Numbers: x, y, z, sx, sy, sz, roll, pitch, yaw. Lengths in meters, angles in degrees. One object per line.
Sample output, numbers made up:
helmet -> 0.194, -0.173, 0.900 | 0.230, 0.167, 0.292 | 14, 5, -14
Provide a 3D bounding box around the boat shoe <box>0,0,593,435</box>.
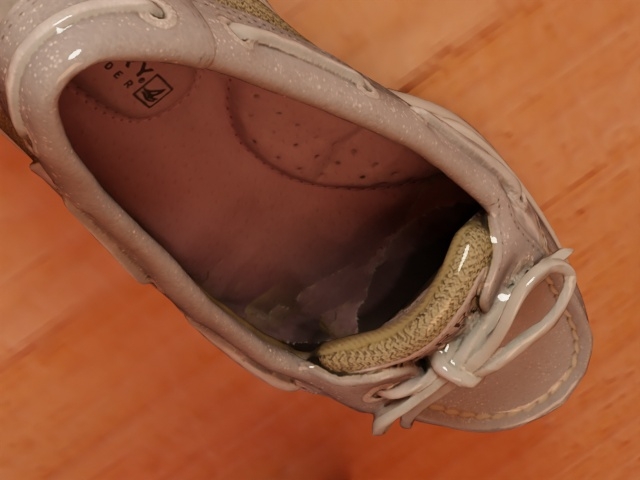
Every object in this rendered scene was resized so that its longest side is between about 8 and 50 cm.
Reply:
boat shoe -> 0.001, -0.002, 0.523 | 0.118, 0.103, 0.320 | -40, 136, 8
